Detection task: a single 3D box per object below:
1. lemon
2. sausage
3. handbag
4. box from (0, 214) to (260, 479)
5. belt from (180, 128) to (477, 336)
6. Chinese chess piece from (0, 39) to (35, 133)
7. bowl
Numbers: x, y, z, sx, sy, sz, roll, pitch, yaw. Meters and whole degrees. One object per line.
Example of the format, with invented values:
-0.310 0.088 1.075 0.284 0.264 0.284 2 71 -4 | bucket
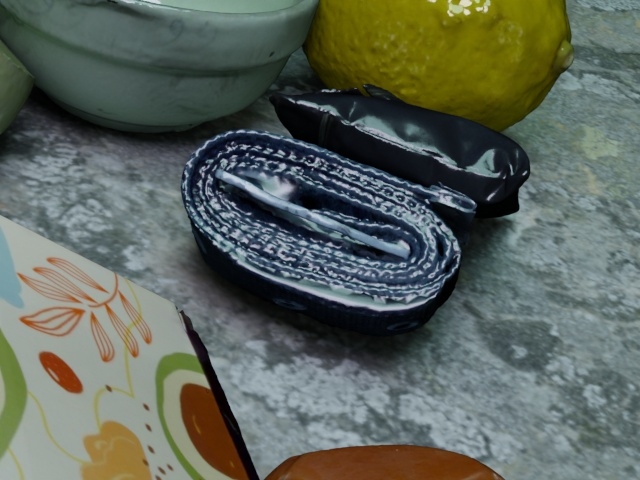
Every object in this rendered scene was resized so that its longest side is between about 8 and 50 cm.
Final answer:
0.105 -0.212 1.239 0.288 0.233 0.233 26 34 21 | lemon
0.038 0.168 0.789 0.179 0.089 0.089 2 36 -7 | sausage
0.069 -0.070 1.078 0.211 0.088 0.254 17 -1 8 | handbag
-0.189 0.110 0.581 0.385 0.122 0.344 31 20 -40 | box
0.000 0.000 0.986 0.218 0.128 0.122 22 76 5 | belt
-0.334 -0.172 0.983 0.250 0.101 0.250 44 -2 2 | Chinese chess piece
-0.162 -0.206 1.163 0.307 0.163 0.307 12 33 -8 | bowl
